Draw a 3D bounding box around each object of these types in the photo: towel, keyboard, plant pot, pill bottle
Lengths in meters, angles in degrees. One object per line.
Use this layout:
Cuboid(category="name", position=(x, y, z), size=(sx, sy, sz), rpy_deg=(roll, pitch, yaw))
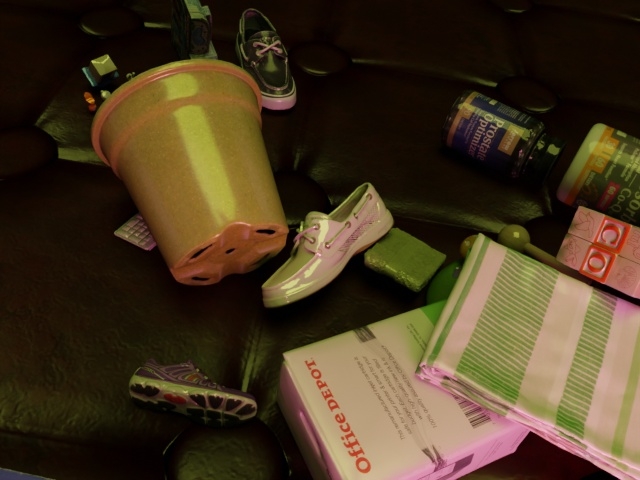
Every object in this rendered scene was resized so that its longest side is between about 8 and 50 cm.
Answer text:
Cuboid(category="towel", position=(0.308, 0.141, 0.785), size=(0.324, 0.038, 0.248), rpy_deg=(25, 54, 11))
Cuboid(category="keyboard", position=(-0.240, -0.071, 1.086), size=(0.072, 0.014, 0.256), rpy_deg=(27, 48, 16))
Cuboid(category="plant pot", position=(-0.173, -0.082, 0.949), size=(0.275, 0.276, 0.254), rpy_deg=(-16, 68, -23))
Cuboid(category="pill bottle", position=(0.358, -0.199, 1.234), size=(0.219, 0.123, 0.123), rpy_deg=(30, 49, 19))
Cuboid(category="pill bottle", position=(0.591, -0.087, 1.141), size=(0.278, 0.162, 0.162), rpy_deg=(29, 49, 18))
Cuboid(category="towel", position=(0.138, 0.030, 1.019), size=(0.110, 0.027, 0.148), rpy_deg=(29, 30, 14))

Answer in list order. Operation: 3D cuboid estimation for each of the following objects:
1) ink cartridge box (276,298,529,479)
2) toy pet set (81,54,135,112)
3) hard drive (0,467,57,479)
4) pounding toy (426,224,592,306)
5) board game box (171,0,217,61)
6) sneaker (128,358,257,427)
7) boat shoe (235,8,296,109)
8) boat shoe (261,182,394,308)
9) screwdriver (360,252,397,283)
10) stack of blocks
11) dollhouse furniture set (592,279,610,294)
Cuboid(category="ink cartridge box", position=(0.104, 0.210, 0.804), size=(0.272, 0.115, 0.198), rpy_deg=(-14, 51, -23))
Cuboid(category="toy pet set", position=(-0.429, -0.304, 1.261), size=(0.122, 0.065, 0.114), rpy_deg=(-35, 96, -31))
Cuboid(category="hard drive", position=(-0.299, 0.398, 0.608), size=(0.210, 0.040, 0.319), rpy_deg=(12, 46, 2))
Cuboid(category="pounding toy", position=(0.268, 0.042, 0.952), size=(0.236, 0.110, 0.183), rpy_deg=(-29, 38, -19))
Cuboid(category="board game box", position=(-0.263, -0.429, 1.332), size=(0.060, 0.194, 0.194), rpy_deg=(-14, 65, -21))
Cuboid(category="sneaker", position=(-0.161, 0.188, 0.817), size=(0.169, 0.068, 0.071), rpy_deg=(15, 40, 5))
Cuboid(category="boat shoe", position=(-0.120, -0.399, 1.357), size=(0.108, 0.102, 0.301), rpy_deg=(-5, 48, -15))
Cuboid(category="boat shoe", position=(0.000, 0.000, 0.974), size=(0.098, 0.096, 0.277), rpy_deg=(-5, 28, 49))
Cuboid(category="screwdriver", position=(0.072, 0.020, 1.048), size=(0.025, 0.024, 0.170), rpy_deg=(-37, 57, -23))
Cuboid(category="stack of blocks", position=(0.486, 0.032, 0.937), size=(0.297, 0.087, 0.171), rpy_deg=(13, 12, -34))
Cuboid(category="dollhouse furniture set", position=(0.501, 0.136, 0.925), size=(0.151, 0.144, 0.123), rpy_deg=(-14, 37, 28))
